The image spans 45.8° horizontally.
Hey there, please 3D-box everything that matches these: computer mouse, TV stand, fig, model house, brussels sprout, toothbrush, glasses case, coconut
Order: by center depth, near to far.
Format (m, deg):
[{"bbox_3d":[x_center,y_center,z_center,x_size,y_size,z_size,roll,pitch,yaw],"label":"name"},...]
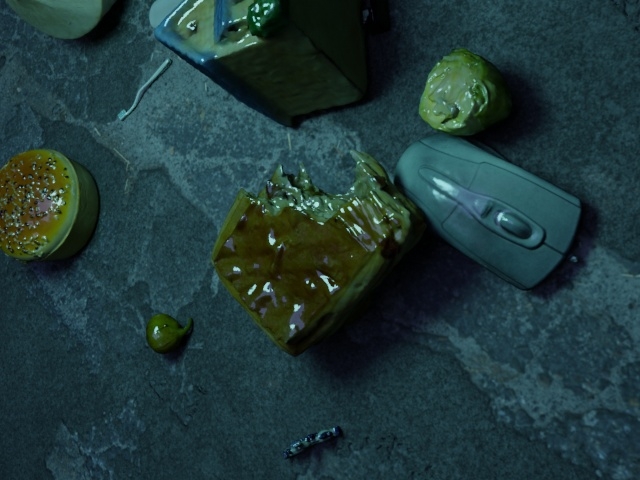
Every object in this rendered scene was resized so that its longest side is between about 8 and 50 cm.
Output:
[{"bbox_3d":[0.265,-0.062,1.276,0.371,0.122,0.188,34,102,28],"label":"computer mouse"},{"bbox_3d":[0.256,-0.242,1.301,0.149,0.122,0.151,-27,53,49],"label":"brussels sprout"},{"bbox_3d":[-0.123,-0.459,1.464,0.343,0.335,0.382,-9,69,30],"label":"model house"},{"bbox_3d":[0.099,-0.534,1.490,0.040,0.049,0.256,-11,78,33],"label":"TV stand"},{"bbox_3d":[-0.330,0.204,1.648,0.098,0.082,0.084,-4,44,17],"label":"fig"},{"bbox_3d":[-0.320,-0.544,1.761,0.197,0.049,0.076,-10,78,31],"label":"glasses case"},{"bbox_3d":[-0.627,-0.640,1.805,0.329,0.329,0.328,-5,80,32],"label":"coconut"},{"bbox_3d":[-0.422,-0.361,1.821,0.204,0.017,0.022,-42,82,21],"label":"toothbrush"}]

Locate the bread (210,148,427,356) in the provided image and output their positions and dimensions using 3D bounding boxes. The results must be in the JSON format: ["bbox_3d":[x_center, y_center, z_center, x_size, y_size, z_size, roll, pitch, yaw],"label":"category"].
[{"bbox_3d":[0.000,0.000,1.377,0.314,0.191,0.370,49,116,25],"label":"bread"}]

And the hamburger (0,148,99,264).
[{"bbox_3d":[-0.690,-0.081,1.860,0.300,0.176,0.300,-6,78,31],"label":"hamburger"}]

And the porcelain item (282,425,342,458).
[{"bbox_3d":[-0.030,0.381,1.422,0.136,0.075,0.021,-31,68,25],"label":"porcelain item"}]
